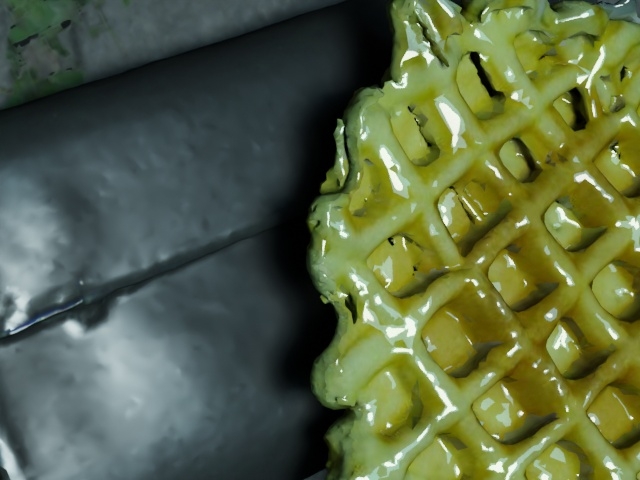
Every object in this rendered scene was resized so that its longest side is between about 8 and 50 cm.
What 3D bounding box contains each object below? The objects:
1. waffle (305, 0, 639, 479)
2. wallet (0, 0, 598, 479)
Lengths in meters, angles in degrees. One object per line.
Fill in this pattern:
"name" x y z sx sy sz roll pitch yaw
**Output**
"waffle" 0.125 0.019 0.732 0.317 0.073 0.297 6 85 -28
"wallet" 0.001 0.000 0.727 0.406 0.062 0.228 -23 105 -30
